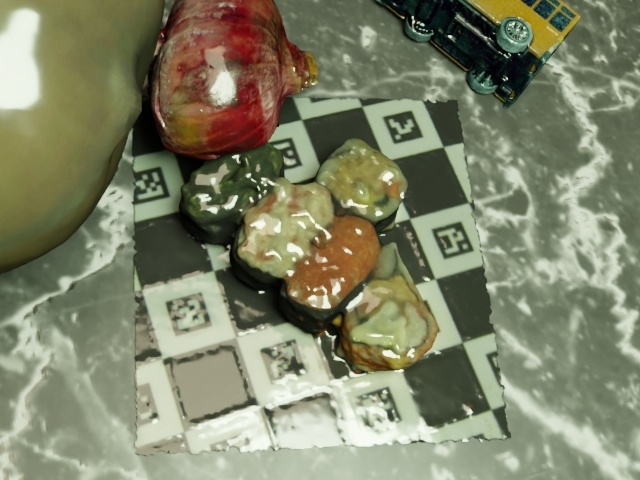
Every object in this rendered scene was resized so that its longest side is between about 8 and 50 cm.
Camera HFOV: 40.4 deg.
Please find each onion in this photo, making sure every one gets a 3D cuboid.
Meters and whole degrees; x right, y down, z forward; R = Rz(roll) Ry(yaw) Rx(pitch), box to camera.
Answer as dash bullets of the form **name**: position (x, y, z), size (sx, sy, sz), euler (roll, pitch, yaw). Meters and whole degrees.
- **onion**: position (-0.078, -0.168, 0.748), size (0.151, 0.098, 0.206), euler (-5, 46, -3)

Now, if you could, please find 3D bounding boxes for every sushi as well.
- **sushi**: position (0.000, 0.000, 0.738), size (0.320, 0.069, 0.339), euler (1, 66, -11)

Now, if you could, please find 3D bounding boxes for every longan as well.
- **longan**: position (-0.255, -0.137, 0.631), size (0.288, 0.288, 0.350), euler (4, 73, -10)

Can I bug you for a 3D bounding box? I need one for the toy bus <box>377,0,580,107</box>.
- **toy bus**: position (0.154, -0.234, 0.862), size (0.182, 0.091, 0.103), euler (40, 63, 6)
